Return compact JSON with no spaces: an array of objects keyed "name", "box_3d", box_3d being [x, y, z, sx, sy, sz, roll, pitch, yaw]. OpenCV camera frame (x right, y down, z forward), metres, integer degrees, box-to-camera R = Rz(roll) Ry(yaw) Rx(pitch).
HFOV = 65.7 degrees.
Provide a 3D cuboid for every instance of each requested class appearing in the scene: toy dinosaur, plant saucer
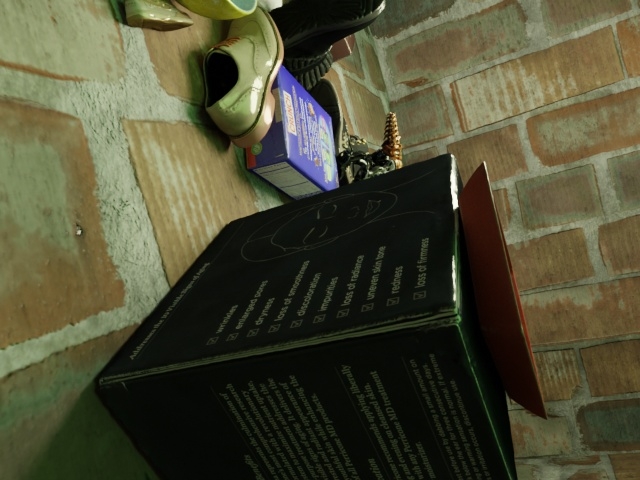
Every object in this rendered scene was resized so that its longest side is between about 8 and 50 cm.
[{"name":"toy dinosaur","box_3d":[0.159,-0.212,1.447,0.218,0.164,0.322,-14,111,-31]},{"name":"plant saucer","box_3d":[0.239,0.072,0.662,0.259,0.048,0.258,56,29,-44]}]

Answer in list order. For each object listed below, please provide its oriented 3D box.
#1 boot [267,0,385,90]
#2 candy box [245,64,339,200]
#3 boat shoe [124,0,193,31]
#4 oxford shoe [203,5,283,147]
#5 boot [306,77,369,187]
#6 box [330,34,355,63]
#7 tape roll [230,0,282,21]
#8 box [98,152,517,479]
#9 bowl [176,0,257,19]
[{"name":"boot","box_3d":[0.016,-0.543,1.335,0.260,0.348,0.131,38,41,-71]},{"name":"candy box","box_3d":[-0.071,-0.261,1.291,0.317,0.122,0.268,31,50,-62]},{"name":"boat shoe","box_3d":[-0.297,-0.428,0.921,0.170,0.063,0.059,-43,122,-65]},{"name":"oxford shoe","box_3d":[-0.177,-0.407,1.106,0.146,0.140,0.397,37,43,-51]},{"name":"boot","box_3d":[0.060,-0.325,1.624,0.284,0.138,0.377,-32,110,-66]},{"name":"box","box_3d":[0.003,-0.723,1.692,0.167,0.168,0.203,-78,147,-49]},{"name":"tape roll","box_3d":[-0.208,-0.703,1.263,0.286,0.100,0.286,46,36,-50]},{"name":"box","box_3d":[0.021,0.130,0.795,0.480,0.472,0.297,-65,137,-58]},{"name":"bowl","box_3d":[-0.261,-0.554,0.957,0.289,0.156,0.289,-16,90,-69]}]
